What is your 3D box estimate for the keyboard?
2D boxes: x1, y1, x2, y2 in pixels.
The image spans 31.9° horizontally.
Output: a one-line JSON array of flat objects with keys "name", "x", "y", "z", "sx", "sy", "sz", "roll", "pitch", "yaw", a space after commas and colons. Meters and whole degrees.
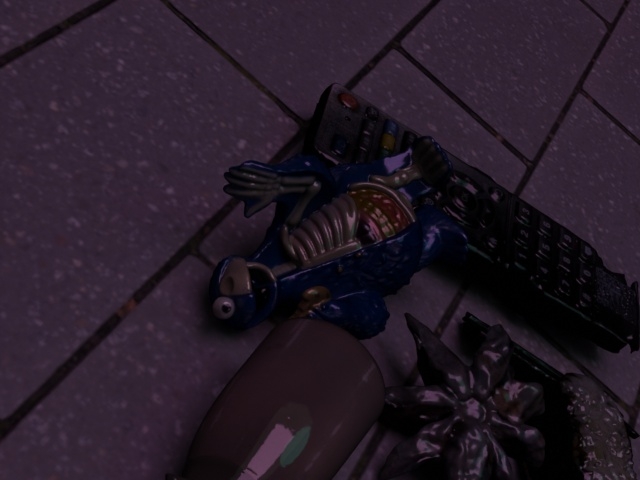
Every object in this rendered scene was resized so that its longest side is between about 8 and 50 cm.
[{"name": "keyboard", "x": 0.218, "y": 0.131, "z": 1.064, "sx": 0.195, "sy": 0.018, "sz": 0.060, "roll": 33, "pitch": 6, "yaw": -11}]

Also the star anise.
[{"name": "star anise", "x": 0.115, "y": 0.145, "z": 0.930, "sx": 0.180, "sy": 0.061, "sz": 0.204, "roll": 40, "pitch": 57, "yaw": 9}]

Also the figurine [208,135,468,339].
[{"name": "figurine", "x": 0.006, "y": 0.005, "z": 0.953, "sx": 0.262, "sy": 0.120, "sz": 0.164, "roll": -11, "pitch": 95, "yaw": -36}]

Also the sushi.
[{"name": "sushi", "x": 0.227, "y": 0.196, "z": 0.983, "sx": 0.090, "sy": 0.078, "sz": 0.150, "roll": 24, "pitch": 41, "yaw": -31}]

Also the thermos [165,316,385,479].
[{"name": "thermos", "x": -0.033, "y": 0.163, "z": 0.785, "sx": 0.193, "sy": 0.105, "sz": 0.137, "roll": -48, "pitch": 122, "yaw": -48}]

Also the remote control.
[{"name": "remote control", "x": 0.154, "y": -0.016, "z": 1.130, "sx": 0.398, "sy": 0.062, "sz": 0.145, "roll": 31, "pitch": 39, "yaw": -12}]
